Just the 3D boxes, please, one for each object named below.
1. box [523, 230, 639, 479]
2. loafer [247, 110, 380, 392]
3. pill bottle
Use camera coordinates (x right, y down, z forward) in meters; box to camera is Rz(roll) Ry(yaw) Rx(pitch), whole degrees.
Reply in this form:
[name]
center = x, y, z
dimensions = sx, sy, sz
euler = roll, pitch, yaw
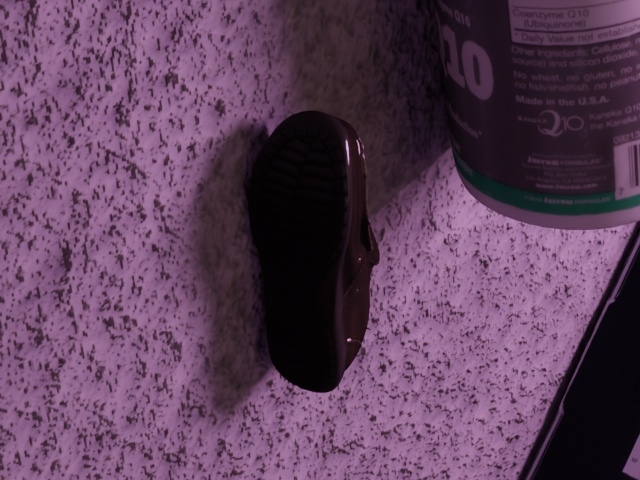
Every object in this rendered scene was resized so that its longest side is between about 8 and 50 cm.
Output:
[box]
center = 0.459, 0.228, 1.891
dimensions = 0.472, 0.297, 0.479
euler = 38, 76, -56
[loafer]
center = 0.000, 0.000, 1.341
dimensions = 0.078, 0.080, 0.220
euler = -42, 143, -48
[pill bottle]
center = 0.180, -0.204, 1.357
dimensions = 0.204, 0.204, 0.361
euler = -41, 136, -35
